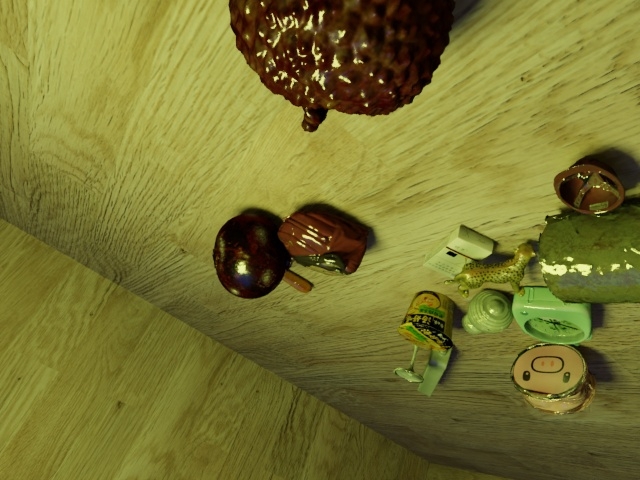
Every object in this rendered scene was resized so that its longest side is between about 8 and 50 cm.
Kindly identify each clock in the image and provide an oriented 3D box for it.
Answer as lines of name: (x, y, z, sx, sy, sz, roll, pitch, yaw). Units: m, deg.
clock: (0.551, 0.188, 1.035, 0.159, 0.066, 0.211, 1, 143, 35)

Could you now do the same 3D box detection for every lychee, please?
lychee: (0.024, -0.257, 0.511, 0.264, 0.264, 0.300, 21, 129, 6)

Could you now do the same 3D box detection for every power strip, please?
power strip: (0.398, 0.451, 1.541, 0.062, 0.091, 0.385, 18, 149, 16)

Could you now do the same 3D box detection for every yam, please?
yam: (0.523, 0.017, 0.684, 0.304, 0.168, 0.168, -6, 139, 43)

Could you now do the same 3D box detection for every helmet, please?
helmet: (0.419, -0.097, 0.683, 0.111, 0.057, 0.089, 40, 150, -25)

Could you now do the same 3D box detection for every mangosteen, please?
mangosteen: (-0.160, 0.044, 1.202, 0.261, 0.236, 0.235, -2, 159, -24)

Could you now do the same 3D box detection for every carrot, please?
carrot: (-0.131, 0.099, 1.419, 0.248, 0.043, 0.043, 34, 149, -12)

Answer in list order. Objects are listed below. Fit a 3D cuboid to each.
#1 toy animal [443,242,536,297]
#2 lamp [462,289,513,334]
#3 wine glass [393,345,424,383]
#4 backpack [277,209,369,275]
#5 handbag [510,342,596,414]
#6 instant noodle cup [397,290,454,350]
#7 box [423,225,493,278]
toy animal: (0.354, 0.067, 0.934, 0.181, 0.073, 0.136, -6, 150, 16)
lamp: (0.417, 0.191, 1.115, 0.106, 0.106, 0.193, 19, 161, 10)
wine glass: (0.289, 0.330, 1.336, 0.122, 0.183, 0.122, 20, 151, 12)
backpack: (-0.001, 0.002, 1.080, 0.229, 0.139, 0.229, 24, 169, 5)
handbag: (0.614, 0.365, 1.168, 0.205, 0.179, 0.116, -13, 127, 46)
instant noodle cup: (0.302, 0.220, 1.213, 0.151, 0.122, 0.151, 20, 149, 12)
box: (0.306, 0.029, 0.985, 0.084, 0.040, 0.154, 26, 150, -3)
